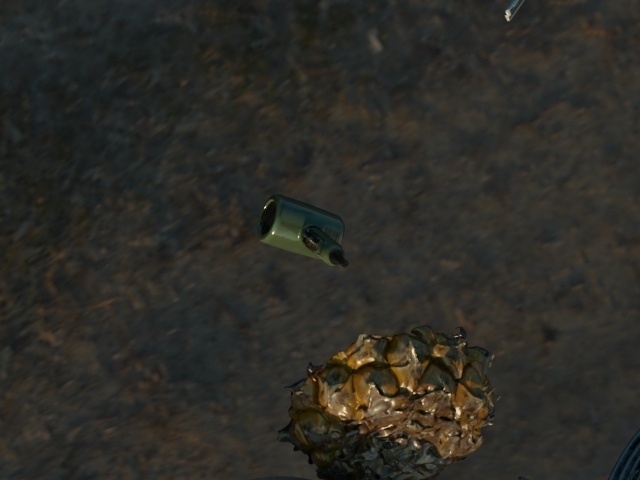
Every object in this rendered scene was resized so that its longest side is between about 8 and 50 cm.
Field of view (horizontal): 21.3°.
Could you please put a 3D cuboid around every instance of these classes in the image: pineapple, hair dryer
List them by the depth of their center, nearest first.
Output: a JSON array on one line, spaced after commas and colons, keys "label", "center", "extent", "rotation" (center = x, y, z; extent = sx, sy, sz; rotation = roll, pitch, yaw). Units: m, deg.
[{"label": "hair dryer", "center": [0.000, 0.000, 1.504], "extent": [0.071, 0.150, 0.047], "rotation": [16, 97, -23]}, {"label": "pineapple", "center": [0.069, 0.164, 1.555], "extent": [0.225, 0.225, 0.076], "rotation": [6, 42, -28]}]

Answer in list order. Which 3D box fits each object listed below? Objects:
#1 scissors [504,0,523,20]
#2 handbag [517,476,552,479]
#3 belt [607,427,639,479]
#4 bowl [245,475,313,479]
[{"label": "scissors", "center": [0.184, -0.230, 1.521], "extent": [0.014, 0.058, 0.119], "rotation": [58, 37, -24]}, {"label": "handbag", "center": [0.214, 0.358, 1.671], "extent": [0.179, 0.062, 0.229], "rotation": [30, 73, -44]}, {"label": "belt", "center": [0.329, 0.214, 1.327], "extent": [0.116, 0.267, 0.206], "rotation": [42, 87, -22]}, {"label": "bowl", "center": [-0.042, 0.306, 1.496], "extent": [0.313, 0.146, 0.313], "rotation": [-2, 45, 2]}]
